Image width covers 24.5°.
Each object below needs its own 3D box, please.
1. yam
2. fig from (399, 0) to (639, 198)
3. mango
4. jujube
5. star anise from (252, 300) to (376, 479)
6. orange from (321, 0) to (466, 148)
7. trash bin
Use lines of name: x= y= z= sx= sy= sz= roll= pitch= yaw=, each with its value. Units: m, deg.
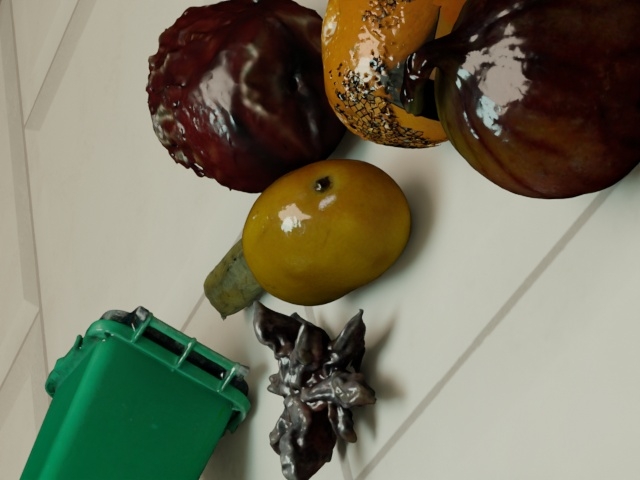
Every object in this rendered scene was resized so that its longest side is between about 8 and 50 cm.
yam: x=-0.060 y=0.007 z=1.955 sx=0.371 sy=0.083 sz=0.083 roll=-41 pitch=47 yaw=52
fig: x=0.206 y=-0.151 z=1.337 sx=0.235 sy=0.214 sz=0.235 roll=-25 pitch=49 yaw=32
mango: x=-0.004 y=-0.004 z=1.723 sx=0.254 sy=0.175 sz=0.139 roll=-40 pitch=32 yaw=49
jujube: x=-0.101 y=-0.198 z=1.928 sx=0.377 sy=0.258 sz=0.258 roll=26 pitch=106 yaw=55
star anise: x=-0.014 y=0.174 z=1.777 sx=0.283 sy=0.129 sz=0.212 roll=-170 pitch=76 yaw=-74
orange: x=0.095 y=-0.216 z=1.603 sx=0.234 sy=0.182 sz=0.234 roll=-176 pitch=90 yaw=-76
trash bin: x=-0.275 y=0.310 z=1.988 sx=0.295 sy=0.259 sz=0.381 roll=-44 pitch=20 yaw=50
